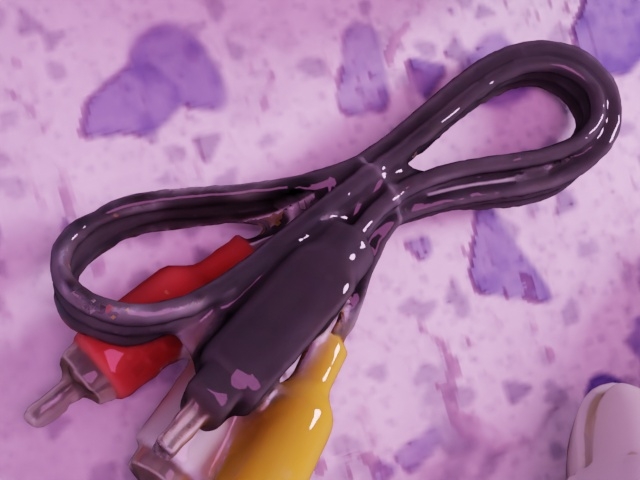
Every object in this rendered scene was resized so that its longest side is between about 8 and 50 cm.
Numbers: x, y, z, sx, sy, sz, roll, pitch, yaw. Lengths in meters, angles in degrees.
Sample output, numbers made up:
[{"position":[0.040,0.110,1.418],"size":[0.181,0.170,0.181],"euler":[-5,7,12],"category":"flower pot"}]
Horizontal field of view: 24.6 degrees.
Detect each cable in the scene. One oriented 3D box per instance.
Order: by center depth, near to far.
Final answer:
[{"position":[0.000,0.000,0.611],"size":[0.139,0.072,0.287],"euler":[42,62,7],"category":"cable"}]

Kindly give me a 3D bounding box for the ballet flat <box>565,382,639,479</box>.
[{"position":[0.189,0.082,0.628],"size":[0.409,0.147,0.147],"euler":[-42,98,-19],"category":"ballet flat"}]
